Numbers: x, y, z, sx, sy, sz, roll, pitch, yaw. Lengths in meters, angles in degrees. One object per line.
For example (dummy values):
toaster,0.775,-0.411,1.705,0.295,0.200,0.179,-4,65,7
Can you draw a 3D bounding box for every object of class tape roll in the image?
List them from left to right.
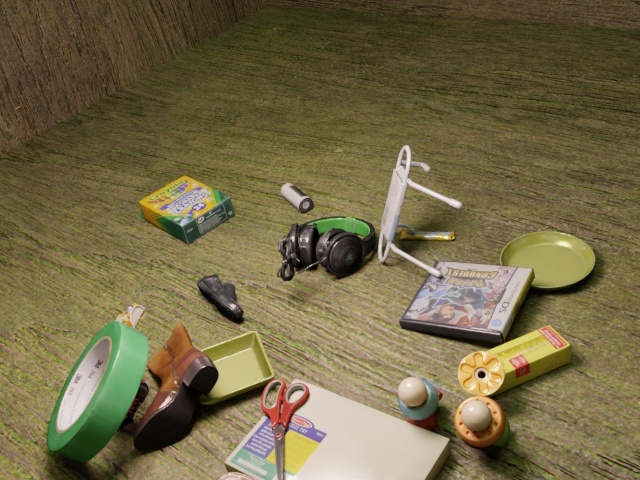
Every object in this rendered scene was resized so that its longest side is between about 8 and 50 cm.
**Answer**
tape roll,-0.517,0.347,1.684,0.321,0.077,0.321,-41,30,30

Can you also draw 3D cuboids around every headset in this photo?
headset,0.000,0.000,2.076,0.243,0.185,0.394,10,29,29

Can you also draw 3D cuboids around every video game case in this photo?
video game case,0.373,0.147,1.843,0.275,0.035,0.248,5,40,36

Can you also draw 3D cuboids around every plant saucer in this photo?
plant saucer,-0.221,0.325,1.808,0.188,0.045,0.188,-19,36,-9
plant saucer,0.602,0.060,1.929,0.241,0.037,0.241,-8,34,6

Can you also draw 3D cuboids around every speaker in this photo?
speaker,-0.080,-0.143,2.418,0.055,0.055,0.136,-26,36,-18

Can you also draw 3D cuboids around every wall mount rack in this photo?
wall mount rack,0.261,-0.070,1.990,0.130,0.350,0.304,6,26,-10

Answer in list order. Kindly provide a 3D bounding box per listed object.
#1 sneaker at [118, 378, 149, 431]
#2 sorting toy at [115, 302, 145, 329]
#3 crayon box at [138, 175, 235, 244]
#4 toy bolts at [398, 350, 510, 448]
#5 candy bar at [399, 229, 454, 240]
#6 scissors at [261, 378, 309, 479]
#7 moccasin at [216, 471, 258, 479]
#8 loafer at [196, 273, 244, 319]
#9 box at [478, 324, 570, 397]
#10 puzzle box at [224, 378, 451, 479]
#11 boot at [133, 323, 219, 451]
sneaker,-0.450,0.387,1.693,0.063,0.170,0.075,27,34,-16
sorting toy,-0.555,0.220,2.077,0.075,0.045,0.083,-20,30,24
crayon box,-0.473,-0.117,2.481,0.203,0.083,0.323,-36,40,-30
toy bolts,0.275,0.315,1.517,0.228,0.158,0.218,0,63,22
candy bar,0.317,-0.015,2.143,0.161,0.018,0.040,1,37,21
scissors,-0.099,0.415,1.579,0.109,0.021,0.297,-1,37,14
moccasin,-0.085,0.553,1.350,0.139,0.147,0.380,-37,41,-18
loafer,-0.272,0.151,2.043,0.078,0.076,0.223,-36,36,-18
box,0.447,0.277,1.653,0.232,0.058,0.087,-19,34,-10
puzzle box,0.034,0.459,1.533,0.409,0.052,0.272,15,43,34
boot,-0.389,0.350,1.773,0.264,0.096,0.280,-56,32,-4
